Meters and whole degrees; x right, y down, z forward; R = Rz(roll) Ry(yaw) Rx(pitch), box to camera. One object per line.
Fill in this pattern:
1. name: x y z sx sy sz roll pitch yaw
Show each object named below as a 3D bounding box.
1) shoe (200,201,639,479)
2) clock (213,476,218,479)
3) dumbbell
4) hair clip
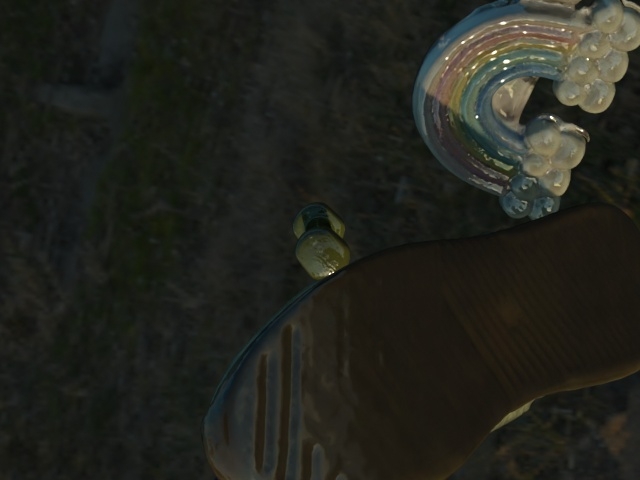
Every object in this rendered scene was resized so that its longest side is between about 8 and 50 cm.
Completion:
1. shoe: 0.048 0.054 0.721 0.098 0.275 0.103 -19 86 48
2. clock: -0.029 0.333 1.615 0.083 0.230 0.230 -27 64 12
3. dumbbell: 0.000 0.000 1.453 0.046 0.118 0.052 -41 102 8
4. hair clip: 0.140 -0.118 1.088 0.054 0.140 0.220 -97 25 -55
